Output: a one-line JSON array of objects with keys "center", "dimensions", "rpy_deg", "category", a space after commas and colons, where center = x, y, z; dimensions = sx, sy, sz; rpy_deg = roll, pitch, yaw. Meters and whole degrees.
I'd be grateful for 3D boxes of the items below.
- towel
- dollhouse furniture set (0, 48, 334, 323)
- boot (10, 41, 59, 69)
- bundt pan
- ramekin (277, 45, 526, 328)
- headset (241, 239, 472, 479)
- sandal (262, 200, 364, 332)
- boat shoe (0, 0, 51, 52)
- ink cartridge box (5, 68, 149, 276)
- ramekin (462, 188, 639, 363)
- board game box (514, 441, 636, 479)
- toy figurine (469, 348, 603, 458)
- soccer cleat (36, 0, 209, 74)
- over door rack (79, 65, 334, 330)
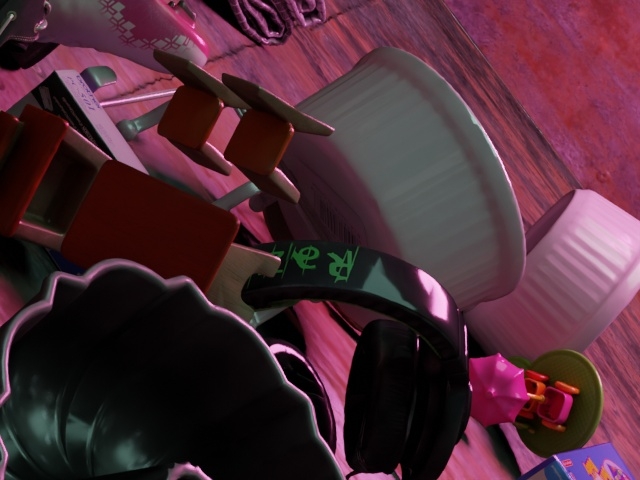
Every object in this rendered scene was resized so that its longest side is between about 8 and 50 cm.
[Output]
[{"center": [-0.110, -0.403, 2.432], "dimensions": [0.284, 0.121, 0.235], "rpy_deg": [58, 8, -55], "category": "towel"}, {"center": [-0.159, -0.018, 1.441], "dimensions": [0.259, 0.262, 0.135], "rpy_deg": [23, -5, 42], "category": "dollhouse furniture set"}, {"center": [-0.305, -0.294, 1.815], "dimensions": [0.229, 0.091, 0.263], "rpy_deg": [48, 20, -19], "category": "boot"}, {"center": [-0.121, 0.185, 1.231], "dimensions": [0.331, 0.124, 0.331], "rpy_deg": [36, 39, -35], "category": "bundt pan"}, {"center": [0.066, -0.038, 1.935], "dimensions": [0.277, 0.135, 0.277], "rpy_deg": [49, -23, 30], "category": "ramekin"}, {"center": [0.011, 0.160, 1.572], "dimensions": [0.394, 0.243, 0.185], "rpy_deg": [67, 19, -50], "category": "headset"}, {"center": [-0.005, 0.004, 2.098], "dimensions": [0.240, 0.088, 0.079], "rpy_deg": [55, -16, -21], "category": "sandal"}, {"center": [-0.254, -0.188, 1.570], "dimensions": [0.079, 0.233, 0.084], "rpy_deg": [53, -23, -21], "category": "boat shoe"}, {"center": [-0.184, -0.028, 1.604], "dimensions": [0.207, 0.097, 0.046], "rpy_deg": [55, 17, 5], "category": "ink cartridge box"}, {"center": [0.292, 0.055, 2.442], "dimensions": [0.127, 0.273, 0.273], "rpy_deg": [41, 18, -2], "category": "ramekin"}, {"center": [0.329, 0.350, 2.215], "dimensions": [0.233, 0.078, 0.347], "rpy_deg": [57, 13, 13], "category": "board game box"}, {"center": [0.210, 0.168, 2.261], "dimensions": [0.159, 0.130, 0.173], "rpy_deg": [18, 3, -43], "category": "toy figurine"}, {"center": [-0.255, -0.216, 1.675], "dimensions": [0.331, 0.143, 0.116], "rpy_deg": [35, -6, -14], "category": "soccer cleat"}, {"center": [-0.112, -0.034, 1.792], "dimensions": [0.239, 0.108, 0.324], "rpy_deg": [57, 20, 10], "category": "over door rack"}]
